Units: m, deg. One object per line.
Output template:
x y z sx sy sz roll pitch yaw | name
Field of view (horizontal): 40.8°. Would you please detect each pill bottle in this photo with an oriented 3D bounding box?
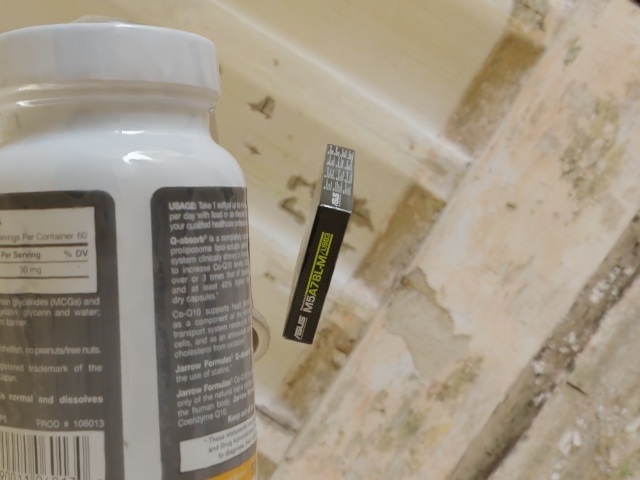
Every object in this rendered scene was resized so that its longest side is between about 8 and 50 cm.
-0.121 0.025 0.509 0.162 0.162 0.278 -14 -77 -84 | pill bottle

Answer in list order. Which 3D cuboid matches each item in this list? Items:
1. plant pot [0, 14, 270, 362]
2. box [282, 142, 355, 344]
-0.220 -0.037 0.864 0.334 0.334 0.305 115 155 -62 | plant pot
0.000 0.000 1.049 0.190 0.045 0.184 -82 4 -62 | box
